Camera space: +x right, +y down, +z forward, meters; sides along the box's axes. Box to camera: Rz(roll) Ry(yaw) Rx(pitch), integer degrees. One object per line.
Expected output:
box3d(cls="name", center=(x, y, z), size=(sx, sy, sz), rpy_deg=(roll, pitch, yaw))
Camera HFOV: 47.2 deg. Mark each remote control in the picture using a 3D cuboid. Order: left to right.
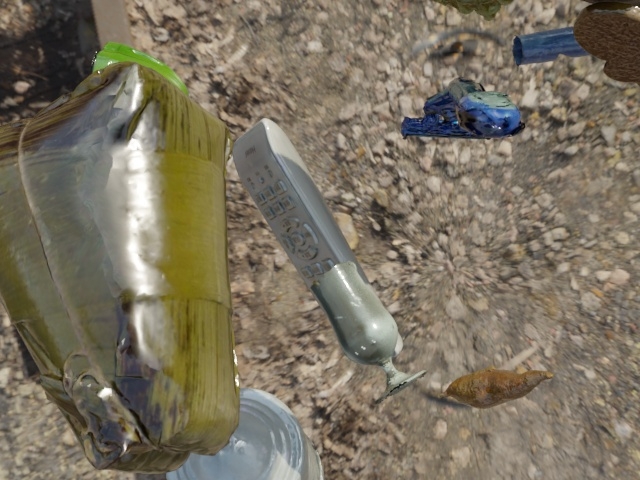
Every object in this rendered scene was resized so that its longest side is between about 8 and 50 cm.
box3d(cls="remote control", center=(0.000, 0.000, 0.882), size=(0.055, 0.109, 0.313), rpy_deg=(-35, 97, -29))

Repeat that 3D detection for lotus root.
box3d(cls="lotus root", center=(-0.282, -0.227, 1.218), size=(0.186, 0.186, 0.186), rpy_deg=(0, 88, 10))

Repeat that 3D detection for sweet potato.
box3d(cls="sweet potato", center=(0.298, 0.240, 1.209), size=(0.226, 0.068, 0.068), rpy_deg=(-24, 82, 47))

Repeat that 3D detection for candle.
box3d(cls="candle", center=(-0.113, 0.356, 1.130), size=(0.221, 0.343, 0.222), rpy_deg=(-3, 61, 6))

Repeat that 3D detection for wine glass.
box3d(cls="wine glass", center=(0.029, 0.051, 0.431), size=(0.042, 0.038, 0.083), rpy_deg=(-44, 68, 36))

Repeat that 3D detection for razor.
box3d(cls="razor", center=(0.117, -0.107, 0.591), size=(0.093, 0.324, 0.056), rpy_deg=(2, 98, 4))

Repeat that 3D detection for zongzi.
box3d(cls="zongzi", center=(-0.208, 0.039, 0.537), size=(0.299, 0.145, 0.274), rpy_deg=(-12, 68, 15))

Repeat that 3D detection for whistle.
box3d(cls="whistle", center=(0.511, -0.373, 1.353), size=(0.304, 0.062, 0.062), rpy_deg=(-9, 86, -1))

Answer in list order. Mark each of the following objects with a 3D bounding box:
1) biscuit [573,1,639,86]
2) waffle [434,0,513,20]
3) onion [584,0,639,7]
box3d(cls="biscuit", center=(0.494, -0.292, 1.123), size=(0.236, 0.180, 0.039), rpy_deg=(27, 81, -21))
box3d(cls="waffle", center=(0.197, -0.393, 1.011), size=(0.214, 0.208, 0.054), rpy_deg=(20, 74, -8))
box3d(cls="onion", center=(0.435, -0.571, 1.112), size=(0.398, 0.398, 0.420), rpy_deg=(-46, 43, 6))
